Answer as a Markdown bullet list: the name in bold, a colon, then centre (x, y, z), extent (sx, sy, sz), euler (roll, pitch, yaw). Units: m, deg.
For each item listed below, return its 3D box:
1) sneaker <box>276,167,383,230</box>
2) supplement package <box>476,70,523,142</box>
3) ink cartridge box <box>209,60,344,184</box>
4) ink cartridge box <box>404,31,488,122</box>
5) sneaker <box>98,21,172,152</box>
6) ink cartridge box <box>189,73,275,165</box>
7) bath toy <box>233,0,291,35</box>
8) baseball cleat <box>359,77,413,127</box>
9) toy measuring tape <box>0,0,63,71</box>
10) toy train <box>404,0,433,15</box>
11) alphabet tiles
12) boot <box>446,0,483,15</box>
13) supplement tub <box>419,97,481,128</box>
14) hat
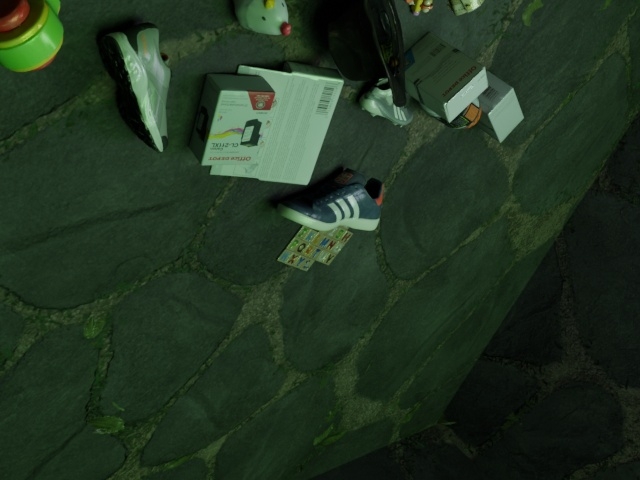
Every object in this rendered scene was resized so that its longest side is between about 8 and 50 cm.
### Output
- **sneaker**: centre (0.033, -0.112, 2.079), extent (0.350, 0.131, 0.148), euler (-3, 115, -51)
- **supplement package**: centre (0.494, -0.379, 2.350), extent (0.105, 0.105, 0.179), euler (-48, 149, 1)
- **ink cartridge box**: centre (-0.102, -0.256, 1.791), extent (0.238, 0.060, 0.275), euler (5, 126, -24)
- **ink cartridge box**: centre (0.285, -0.394, 1.983), extent (0.139, 0.190, 0.082), euler (-43, 149, -7)
- **sneaker**: centre (-0.306, -0.267, 1.481), extent (0.108, 0.100, 0.272), euler (-38, 149, -26)
- **ink cartridge box**: centre (-0.179, -0.242, 1.669), extent (0.127, 0.072, 0.175), euler (-5, 131, -34)
- **bath toy**: centre (-0.009, -0.510, 1.542), extent (0.348, 0.129, 0.151), euler (-43, 150, -7)
- **baseball cleat**: centre (0.185, -0.340, 2.025), extent (0.205, 0.072, 0.109), euler (0, 141, -52)
- **toy measuring tape**: centre (-0.400, -0.352, 1.246), extent (0.330, 0.121, 0.121), euler (-41, 149, -11)
- **toy train**: centre (0.247, -0.575, 1.869), extent (0.166, 0.046, 0.125), euler (-40, 149, -12)
- **alphabet tiles**: centre (0.000, 0.000, 2.263), extent (0.198, 0.009, 0.237), euler (-53, 149, 8)
- **boot**: centre (0.267, -0.574, 1.801), extent (0.262, 0.095, 0.203), euler (-43, 131, -19)
- **supplement tub**: centre (0.347, -0.362, 2.173), extent (0.117, 0.117, 0.190), euler (-54, 149, 12)
- **hat**: centre (0.089, -0.424, 1.724), extent (0.133, 0.332, 0.331), euler (-7, 153, 16)
